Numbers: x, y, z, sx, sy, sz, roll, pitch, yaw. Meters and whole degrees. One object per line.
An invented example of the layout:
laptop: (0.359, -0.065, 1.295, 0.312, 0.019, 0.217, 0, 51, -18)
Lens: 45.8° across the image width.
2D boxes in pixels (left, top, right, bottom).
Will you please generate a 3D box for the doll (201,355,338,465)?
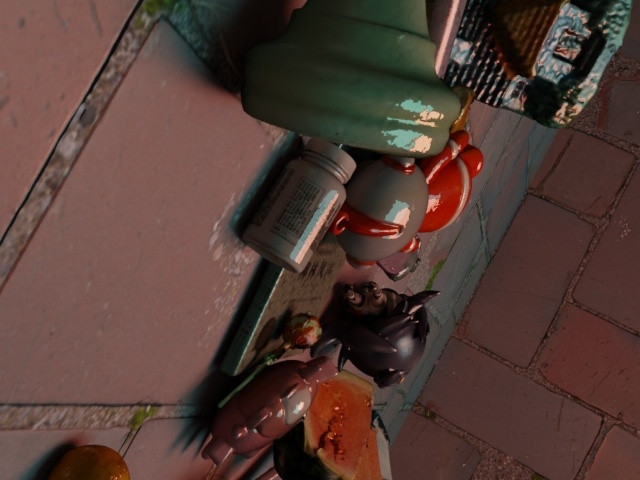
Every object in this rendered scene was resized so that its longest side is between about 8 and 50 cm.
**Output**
doll: (-0.073, 0.224, 1.024, 0.211, 0.093, 0.262, -37, 173, -10)

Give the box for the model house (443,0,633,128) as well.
model house: (0.275, -0.326, 1.092, 0.241, 0.226, 0.261, 9, 108, -40)

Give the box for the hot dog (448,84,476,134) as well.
hot dog: (0.169, -0.146, 1.175, 0.083, 0.068, 0.289, -50, 173, -23)

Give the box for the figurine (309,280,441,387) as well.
figurine: (0.101, 0.157, 1.326, 0.265, 0.175, 0.197, 1, 106, -63)

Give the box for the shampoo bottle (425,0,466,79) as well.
shampoo bottle: (0.140, -0.252, 1.010, 0.072, 0.072, 0.214, -43, 153, -46)

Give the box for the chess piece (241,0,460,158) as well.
chess piece: (0.050, -0.233, 0.635, 0.194, 0.194, 0.299, -18, 124, -65)

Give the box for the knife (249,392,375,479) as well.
knife: (-0.040, 0.390, 1.362, 0.398, 0.038, 0.132, -28, 145, -41)

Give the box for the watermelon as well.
watermelon: (-0.008, 0.291, 1.281, 0.303, 0.159, 0.129, -56, 137, -69)

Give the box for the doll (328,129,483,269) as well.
doll: (0.108, -0.052, 1.003, 0.336, 0.105, 0.200, -21, 140, -51)

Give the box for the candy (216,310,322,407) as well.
candy: (-0.066, 0.153, 0.965, 0.184, 0.049, 0.055, -38, 169, -35)

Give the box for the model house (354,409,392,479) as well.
model house: (0.052, 0.441, 1.629, 0.253, 0.184, 0.291, 40, 41, -38)

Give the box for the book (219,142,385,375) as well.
book: (0.000, 0.000, 1.036, 0.380, 0.031, 0.264, -65, 164, 6)

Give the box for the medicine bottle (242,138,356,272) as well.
medicine bottle: (-0.021, -0.041, 0.845, 0.140, 0.079, 0.079, -60, 162, -11)

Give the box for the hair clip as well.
hair clip: (0.114, -0.032, 1.182, 0.359, 0.110, 0.096, 84, -6, -65)

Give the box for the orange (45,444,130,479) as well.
orange: (-0.219, 0.233, 0.708, 0.083, 0.070, 0.083, 13, 90, -80)
